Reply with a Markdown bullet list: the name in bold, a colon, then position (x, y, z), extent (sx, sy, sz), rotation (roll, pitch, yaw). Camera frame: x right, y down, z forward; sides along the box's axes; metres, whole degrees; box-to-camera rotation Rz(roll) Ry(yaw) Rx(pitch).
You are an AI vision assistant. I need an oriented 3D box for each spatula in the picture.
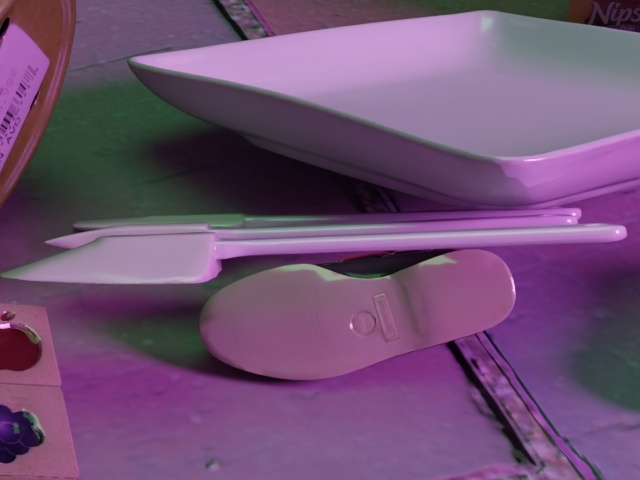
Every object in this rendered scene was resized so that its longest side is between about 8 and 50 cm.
- **spatula**: position (0.000, 0.000, 0.594), extent (0.242, 0.019, 0.168), rotation (-1, 4, 1)

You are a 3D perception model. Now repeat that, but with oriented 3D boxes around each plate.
- **plate**: position (0.088, -0.070, 0.712), extent (0.277, 0.045, 0.278), rotation (-13, 22, -38)

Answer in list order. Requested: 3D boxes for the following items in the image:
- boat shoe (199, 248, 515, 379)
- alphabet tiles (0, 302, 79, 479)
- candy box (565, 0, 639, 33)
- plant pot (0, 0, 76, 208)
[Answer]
- **boat shoe**: position (0.015, 0.031, 0.593), extent (0.133, 0.049, 0.042), rotation (-10, -3, -5)
- **alphabet tiles**: position (-0.179, 0.083, 0.401), extent (0.237, 0.009, 0.198), rotation (7, 42, -28)
- **candy box**: position (0.247, -0.181, 0.960), extent (0.109, 0.053, 0.187), rotation (18, 32, 19)
- **plant pot**: position (-0.270, -0.116, 0.626), extent (0.293, 0.275, 0.275), rotation (23, 33, 4)
